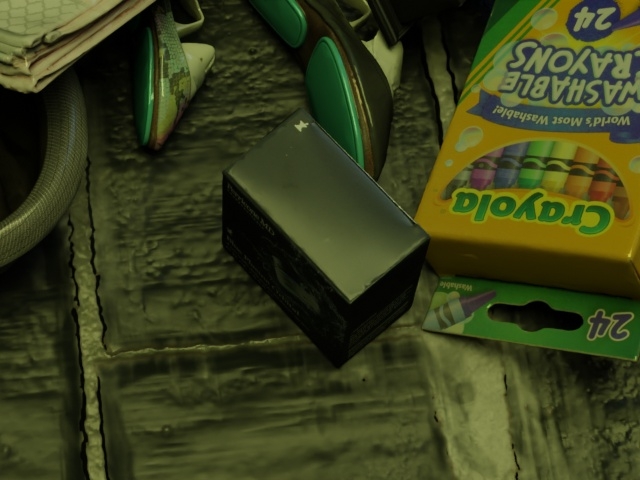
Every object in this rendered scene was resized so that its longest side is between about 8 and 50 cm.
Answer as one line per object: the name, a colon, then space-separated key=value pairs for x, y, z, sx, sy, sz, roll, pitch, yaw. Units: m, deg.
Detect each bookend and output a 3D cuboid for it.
bookend: x=0.139 y=-0.252 z=1.607 sx=0.072 sy=0.157 sz=0.156 roll=63 pitch=37 yaw=-17

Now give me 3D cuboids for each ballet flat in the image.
ballet flat: x=0.016 y=-0.178 z=1.638 sx=0.096 sy=0.095 sz=0.280 roll=-18 pitch=69 yaw=-24
ballet flat: x=-0.139 y=-0.185 z=1.643 sx=0.079 sy=0.077 sz=0.221 roll=-3 pitch=65 yaw=-24

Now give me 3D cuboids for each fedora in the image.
fedora: x=-0.316 y=-0.069 z=1.546 sx=0.244 sy=0.124 sz=0.275 roll=-13 pitch=63 yaw=-10

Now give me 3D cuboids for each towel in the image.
towel: x=-0.293 y=-0.250 z=1.557 sx=0.332 sy=0.053 sz=0.317 roll=18 pitch=37 yaw=20

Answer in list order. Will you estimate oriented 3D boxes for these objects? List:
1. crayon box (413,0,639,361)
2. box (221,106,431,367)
crayon box: x=0.210 y=-0.069 z=1.563 sx=0.203 sy=0.083 sz=0.323 roll=7 pitch=64 yaw=30
box: x=0.000 y=0.000 z=1.521 sx=0.093 sy=0.158 sz=0.156 roll=-39 pitch=74 yaw=-18
